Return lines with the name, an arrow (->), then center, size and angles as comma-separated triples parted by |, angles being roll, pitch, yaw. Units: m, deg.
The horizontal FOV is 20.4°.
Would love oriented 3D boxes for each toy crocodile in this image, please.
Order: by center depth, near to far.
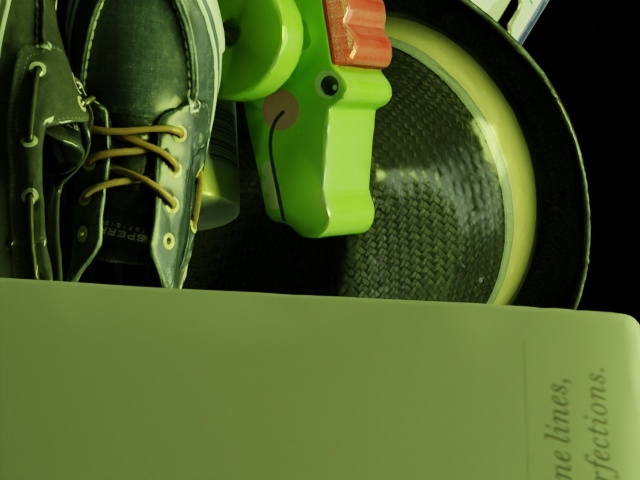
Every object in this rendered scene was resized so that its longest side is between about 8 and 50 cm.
toy crocodile -> -0.017, -0.168, 0.927 | 0.115, 0.105, 0.340 | 5, 74, -64

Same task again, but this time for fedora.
fedora -> 0.000, 0.000, 1.099 | 0.152, 0.334, 0.334 | -36, 136, -49

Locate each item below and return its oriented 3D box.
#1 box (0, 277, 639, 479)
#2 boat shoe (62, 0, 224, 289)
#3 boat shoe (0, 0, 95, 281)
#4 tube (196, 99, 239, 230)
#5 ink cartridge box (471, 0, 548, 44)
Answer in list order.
box -> -0.025, 0.114, 0.374 | 0.119, 0.182, 0.181 | 93, 0, -53
boat shoe -> -0.074, -0.032, 0.725 | 0.083, 0.065, 0.183 | -89, -177, -57
boat shoe -> -0.088, -0.029, 0.529 | 0.049, 0.040, 0.142 | 92, 1, -62
tube -> -0.076, -0.126, 0.977 | 0.070, 0.062, 0.240 | -23, -118, 51
ink cartridge box -> 0.040, -0.227, 1.156 | 0.165, 0.065, 0.332 | -58, 136, -19
